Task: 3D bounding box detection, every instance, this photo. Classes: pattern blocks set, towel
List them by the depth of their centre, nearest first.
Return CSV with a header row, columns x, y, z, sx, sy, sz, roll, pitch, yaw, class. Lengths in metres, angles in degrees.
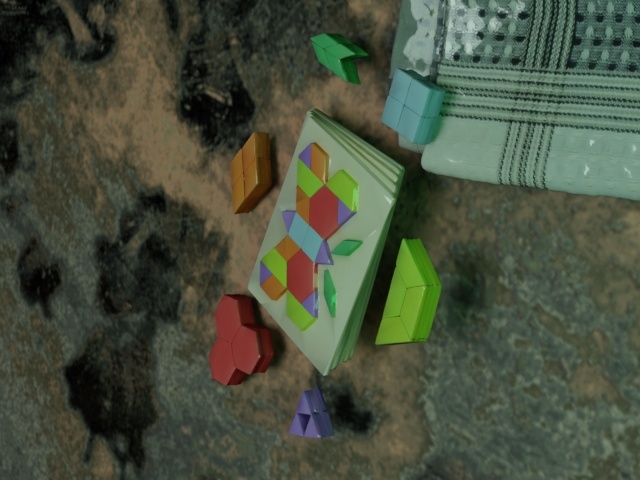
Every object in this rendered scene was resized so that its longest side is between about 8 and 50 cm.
x,y,z,sx,sy,sz,roll,pitch,yaw,class
0.186,-0.188,1.210,0.324,0.056,0.312,12,100,41,towel
0.000,0.000,1.358,0.285,0.026,0.324,26,110,51,pattern blocks set
